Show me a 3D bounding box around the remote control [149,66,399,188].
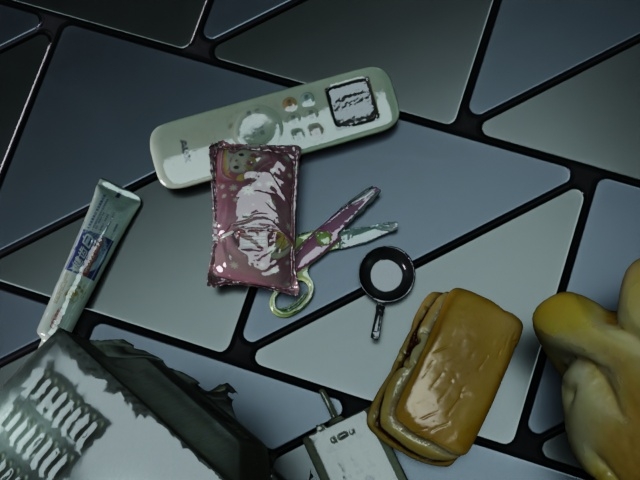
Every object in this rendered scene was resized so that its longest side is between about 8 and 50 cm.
[{"bbox_3d":[-0.056,-0.137,1.340,0.310,0.038,0.090,-15,78,1],"label":"remote control"}]

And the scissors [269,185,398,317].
[{"bbox_3d":[0.000,0.000,1.315,0.187,0.020,0.133,-27,80,1],"label":"scissors"}]

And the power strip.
[{"bbox_3d":[0.057,0.291,1.241,0.092,0.034,0.268,-26,77,-1],"label":"power strip"}]

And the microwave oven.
[{"bbox_3d":[-0.207,0.290,1.058,0.236,0.432,0.374,41,83,11],"label":"microwave oven"}]

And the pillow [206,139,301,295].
[{"bbox_3d":[-0.079,-0.027,1.296,0.118,0.043,0.185,2,82,5],"label":"pillow"}]

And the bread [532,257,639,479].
[{"bbox_3d":[0.392,0.218,1.082,0.245,0.329,0.424,-23,83,-1],"label":"bread"}]

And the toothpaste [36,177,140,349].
[{"bbox_3d":[-0.290,0.037,1.322,0.060,0.038,0.233,22,78,5],"label":"toothpaste"}]

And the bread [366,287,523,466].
[{"bbox_3d":[0.143,0.153,1.235,0.116,0.077,0.200,30,73,-5],"label":"bread"}]

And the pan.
[{"bbox_3d":[0.075,0.064,1.293,0.068,0.023,0.115,11,76,6],"label":"pan"}]
